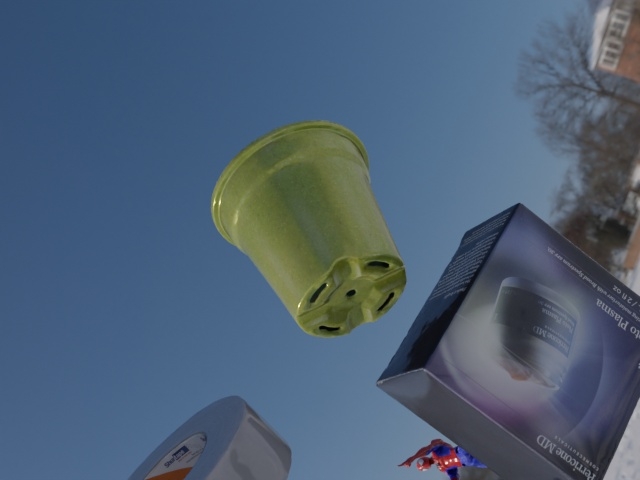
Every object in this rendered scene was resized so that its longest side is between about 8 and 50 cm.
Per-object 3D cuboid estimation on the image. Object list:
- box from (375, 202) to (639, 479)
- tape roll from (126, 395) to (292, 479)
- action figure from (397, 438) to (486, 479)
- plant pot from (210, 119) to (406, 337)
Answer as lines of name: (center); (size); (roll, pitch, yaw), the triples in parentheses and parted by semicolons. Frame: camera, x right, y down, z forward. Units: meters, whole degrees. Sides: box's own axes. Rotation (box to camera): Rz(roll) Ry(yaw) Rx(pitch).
box: (0.293, 0.163, 1.229); (0.294, 0.296, 0.183); (-56, 6, -22)
tape roll: (-0.132, 0.259, 0.861); (0.219, 0.072, 0.219); (-39, 12, 10)
action figure: (0.264, 0.416, 1.612); (0.139, 0.091, 0.280); (-27, -2, -43)
plant pot: (0.000, 0.000, 1.329); (0.276, 0.254, 0.276); (-17, -40, -15)
